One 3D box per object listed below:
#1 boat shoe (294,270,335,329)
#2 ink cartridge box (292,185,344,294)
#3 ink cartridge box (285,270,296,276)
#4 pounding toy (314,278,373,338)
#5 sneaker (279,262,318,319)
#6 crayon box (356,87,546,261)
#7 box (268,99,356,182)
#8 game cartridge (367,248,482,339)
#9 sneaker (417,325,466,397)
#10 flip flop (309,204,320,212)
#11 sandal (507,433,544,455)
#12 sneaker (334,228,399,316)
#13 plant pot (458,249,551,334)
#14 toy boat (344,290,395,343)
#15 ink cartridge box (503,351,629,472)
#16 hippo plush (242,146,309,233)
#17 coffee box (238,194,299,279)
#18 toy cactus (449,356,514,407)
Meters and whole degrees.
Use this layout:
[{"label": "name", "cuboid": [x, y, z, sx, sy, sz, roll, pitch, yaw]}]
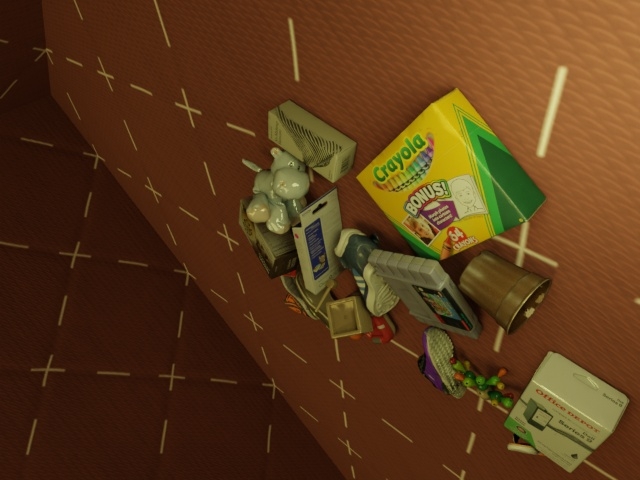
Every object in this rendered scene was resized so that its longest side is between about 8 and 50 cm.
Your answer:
[{"label": "boat shoe", "cuboid": [0.005, 0.264, 1.932, 0.324, 0.116, 0.097, 45, 147, -1]}, {"label": "ink cartridge box", "cuboid": [0.000, 0.000, 1.587, 0.069, 0.176, 0.370, 29, 143, 35]}, {"label": "ink cartridge box", "cuboid": [-0.128, 0.088, 1.905, 0.063, 0.115, 0.029, 3, 168, 13]}, {"label": "pounding toy", "cuboid": [0.076, 0.238, 1.653, 0.181, 0.094, 0.205, -19, 73, 34]}, {"label": "sneaker", "cuboid": [-0.120, 0.217, 2.034, 0.180, 0.125, 0.321, -7, 117, 55]}, {"label": "crayon box", "cuboid": [0.289, -0.129, 1.128, 0.313, 0.106, 0.363, 50, 151, 0]}, {"label": "box", "cuboid": [-0.029, -0.297, 1.386, 0.275, 0.094, 0.113, 36, 147, 23]}, {"label": "game cartridge", "cuboid": [0.310, 0.162, 1.357, 0.230, 0.068, 0.355, 17, 155, 50]}, {"label": "sneaker", "cuboid": [0.384, 0.412, 1.591, 0.146, 0.102, 0.293, 4, 126, 52]}, {"label": "flip flop", "cuboid": [-0.018, -0.014, 1.702, 0.112, 0.080, 0.277, 46, 138, 41]}, {"label": "sandal", "cuboid": [0.649, 0.619, 1.445, 0.102, 0.076, 0.265, -1, 158, 33]}, {"label": "sneaker", "cuboid": [0.150, 0.092, 1.571, 0.236, 0.130, 0.322, 51, 169, 38]}, {"label": "plant pot", "cuboid": [0.445, 0.117, 1.151, 0.165, 0.167, 0.166, 40, 149, 35]}, {"label": "toy boat", "cuboid": [0.159, 0.306, 1.728, 0.231, 0.151, 0.151, 56, 149, -9]}, {"label": "ink cartridge box", "cuboid": [0.655, 0.470, 1.271, 0.211, 0.122, 0.289, 33, 145, 30]}, {"label": "hippo plush", "cuboid": [-0.103, -0.189, 1.553, 0.236, 0.235, 0.294, -40, 46, 43]}, {"label": "coffee box", "cuboid": [-0.203, -0.020, 1.823, 0.297, 0.119, 0.168, 58, 154, 22]}, {"label": "toy cactus", "cuboid": [0.520, 0.457, 1.488, 0.219, 0.112, 0.180, 22, 158, 37]}]
